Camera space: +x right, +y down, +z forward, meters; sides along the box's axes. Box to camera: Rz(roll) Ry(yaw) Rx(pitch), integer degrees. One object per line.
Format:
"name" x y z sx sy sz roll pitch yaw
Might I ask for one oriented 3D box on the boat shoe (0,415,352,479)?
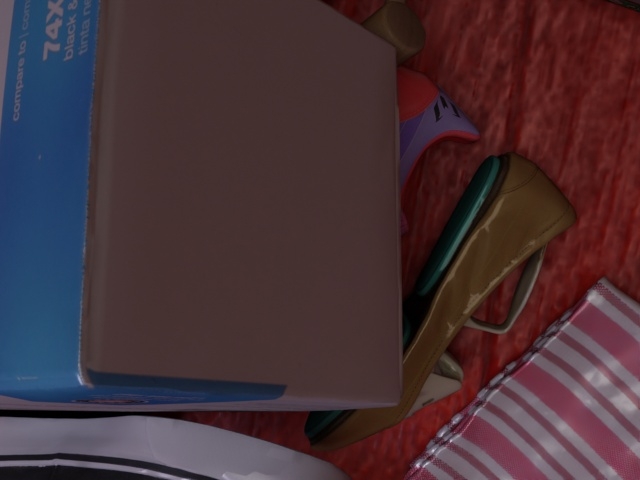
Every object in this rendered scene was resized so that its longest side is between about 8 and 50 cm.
"boat shoe" -0.132 0.160 0.504 0.306 0.113 0.104 0 61 19

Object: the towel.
"towel" 0.164 0.139 0.565 0.144 0.029 0.197 43 107 5

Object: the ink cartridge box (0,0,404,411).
"ink cartridge box" -0.123 -0.011 0.465 0.270 0.198 0.197 -9 74 37

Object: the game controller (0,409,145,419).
"game controller" -0.190 0.216 0.636 0.167 0.067 0.319 -9 94 13

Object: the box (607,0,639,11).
"box" 0.203 -0.231 0.523 0.105 0.043 0.179 22 98 9

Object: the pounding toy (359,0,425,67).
"pounding toy" -0.021 -0.178 0.534 0.094 0.181 0.206 -33 80 41

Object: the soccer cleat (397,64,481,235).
"soccer cleat" 0.000 0.000 0.571 0.095 0.083 0.248 34 99 2

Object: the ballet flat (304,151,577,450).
"ballet flat" 0.078 0.055 0.562 0.073 0.080 0.232 32 103 -8
